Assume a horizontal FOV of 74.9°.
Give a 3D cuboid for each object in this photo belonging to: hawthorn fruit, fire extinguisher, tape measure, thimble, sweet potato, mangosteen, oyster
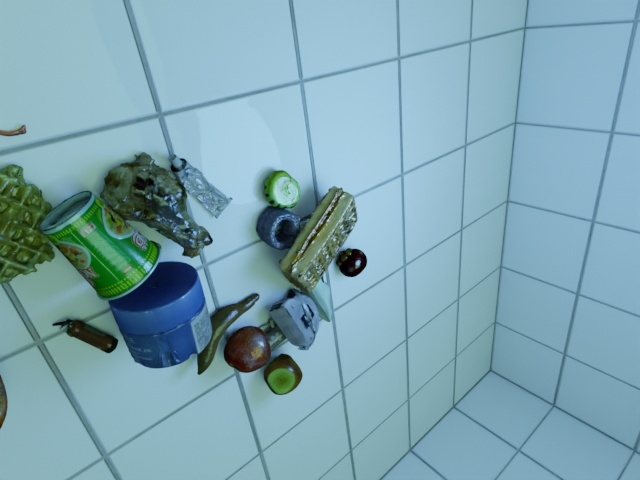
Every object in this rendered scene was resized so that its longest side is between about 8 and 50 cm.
[{"bbox_3d":[-0.268,0.399,1.528,0.173,0.173,0.172,-18,119,-36],"label":"hawthorn fruit"},{"bbox_3d":[-0.668,0.269,1.195,0.062,0.050,0.177,-27,133,16],"label":"fire extinguisher"},{"bbox_3d":[-0.085,0.303,1.650,0.236,0.120,0.197,60,31,-18],"label":"tape measure"},{"bbox_3d":[-0.147,-0.044,1.493,0.150,0.098,0.149,-18,119,-35],"label":"thimble"},{"bbox_3d":[-0.349,0.302,1.478,0.346,0.079,0.108,-52,140,-22],"label":"sweet potato"},{"bbox_3d":[0.128,0.088,1.789,0.140,0.140,0.139,-18,119,-36],"label":"mangosteen"},{"bbox_3d":[-0.454,-0.076,1.185,0.198,0.133,0.336,-40,126,-13],"label":"oyster"}]

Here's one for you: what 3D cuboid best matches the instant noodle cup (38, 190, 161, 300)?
[{"bbox_3d":[-0.564,0.002,1.070,0.207,0.207,0.232,-45,129,-19],"label":"instant noodle cup"}]

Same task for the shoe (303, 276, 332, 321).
[{"bbox_3d":[0.010,0.234,1.757,0.110,0.095,0.264,-51,137,-26],"label":"shoe"}]

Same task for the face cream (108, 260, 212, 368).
[{"bbox_3d":[-0.456,0.216,1.220,0.249,0.249,0.224,-27,124,-32],"label":"face cream"}]

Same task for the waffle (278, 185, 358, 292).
[{"bbox_3d":[0.000,0.000,1.563,0.376,0.114,0.261,-56,162,-11],"label":"waffle"}]

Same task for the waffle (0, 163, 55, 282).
[{"bbox_3d":[-0.780,-0.022,0.949,0.317,0.073,0.296,-23,124,-38],"label":"waffle"}]

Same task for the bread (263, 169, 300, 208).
[{"bbox_3d":[-0.135,-0.176,1.463,0.139,0.071,0.129,18,86,-34],"label":"bread"}]

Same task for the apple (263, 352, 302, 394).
[{"bbox_3d":[-0.153,0.548,1.692,0.147,0.163,0.146,-37,87,-11],"label":"apple"}]

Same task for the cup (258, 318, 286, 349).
[{"bbox_3d":[-0.191,0.373,1.645,0.099,0.074,0.102,-37,128,-25],"label":"cup"}]

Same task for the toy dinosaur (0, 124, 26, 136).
[{"bbox_3d":[-0.768,-0.291,0.866,0.280,0.055,0.101,9,111,-45],"label":"toy dinosaur"}]

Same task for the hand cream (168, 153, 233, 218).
[{"bbox_3d":[-0.372,-0.169,1.274,0.084,0.050,0.257,-52,140,-10],"label":"hand cream"}]

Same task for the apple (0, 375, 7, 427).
[{"bbox_3d":[-0.856,0.369,0.930,0.207,0.251,0.271,-22,137,-14],"label":"apple"}]
